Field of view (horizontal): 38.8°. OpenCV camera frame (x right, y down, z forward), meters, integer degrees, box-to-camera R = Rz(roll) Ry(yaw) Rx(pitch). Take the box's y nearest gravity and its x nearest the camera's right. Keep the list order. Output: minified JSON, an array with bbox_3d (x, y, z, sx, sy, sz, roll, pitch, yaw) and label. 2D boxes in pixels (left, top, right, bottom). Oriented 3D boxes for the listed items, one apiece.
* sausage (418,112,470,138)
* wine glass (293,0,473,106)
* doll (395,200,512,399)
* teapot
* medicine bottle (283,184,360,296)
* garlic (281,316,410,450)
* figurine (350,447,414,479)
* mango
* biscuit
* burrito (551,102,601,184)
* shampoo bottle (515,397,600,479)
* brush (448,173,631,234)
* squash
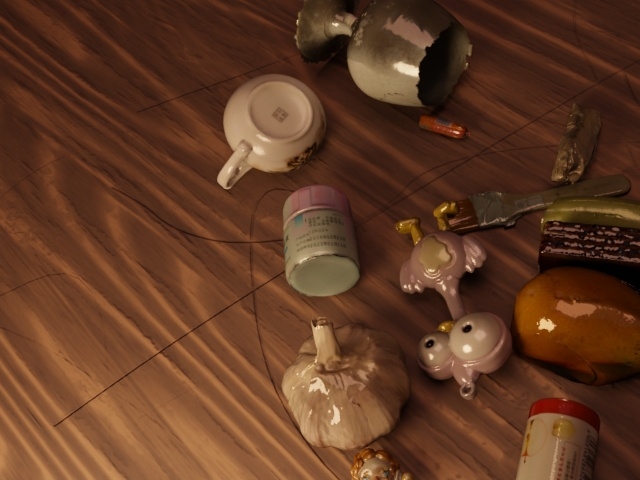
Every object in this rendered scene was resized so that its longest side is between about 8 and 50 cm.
[{"bbox_3d":[0.244,-0.222,1.782,0.107,0.031,0.031,21,62,27],"label":"sausage"},{"bbox_3d":[0.125,-0.401,1.828,0.323,0.238,0.238,33,68,30],"label":"wine glass"},{"bbox_3d":[0.217,0.101,1.507,0.160,0.094,0.365,-22,47,17],"label":"doll"},{"bbox_3d":[-0.100,-0.223,1.810,0.298,0.139,0.204,-42,87,-20],"label":"teapot"},{"bbox_3d":[0.000,0.000,1.618,0.135,0.135,0.168,-10,53,8],"label":"medicine bottle"},{"bbox_3d":[0.029,0.203,1.413,0.219,0.212,0.218,-10,47,11],"label":"garlic"},{"bbox_3d":[0.095,0.380,1.360,0.101,0.068,0.143,-36,66,-8],"label":"figurine"},{"bbox_3d":[0.423,0.123,1.415,0.236,0.136,0.166,24,63,25],"label":"mango"},{"bbox_3d":[0.483,0.034,1.482,0.252,0.106,0.070,7,57,20],"label":"biscuit"},{"bbox_3d":[0.468,-0.177,1.665,0.058,0.063,0.229,-31,22,43],"label":"burrito"},{"bbox_3d":[0.323,0.367,1.279,0.104,0.104,0.278,7,57,20],"label":"shampoo bottle"},{"bbox_3d":[0.390,-0.072,1.639,0.337,0.020,0.085,-12,53,5],"label":"brush"},{"bbox_3d":[0.502,-0.030,1.542,0.250,0.083,0.083,10,58,23],"label":"squash"}]
